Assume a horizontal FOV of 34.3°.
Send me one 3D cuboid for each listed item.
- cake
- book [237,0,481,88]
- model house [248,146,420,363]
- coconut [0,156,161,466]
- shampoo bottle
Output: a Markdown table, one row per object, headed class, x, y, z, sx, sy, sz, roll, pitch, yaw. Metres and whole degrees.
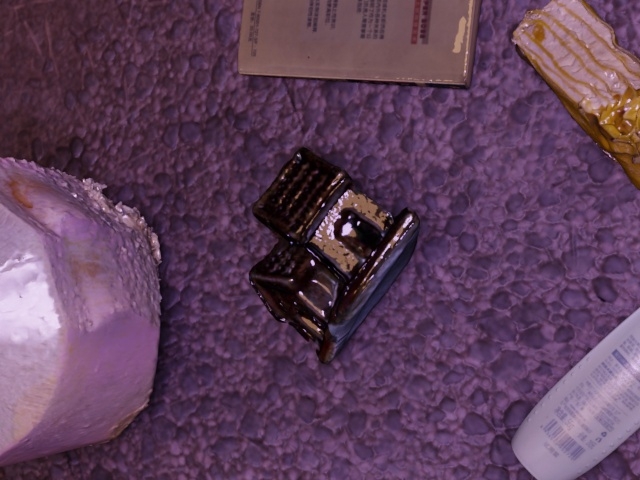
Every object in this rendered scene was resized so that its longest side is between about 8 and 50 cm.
| class | x | y | z | sx | sy | sz | roll | pitch | yaw |
| --- | --- | --- | --- | --- | --- | --- | --- | --- | --- |
| cake | 0.244 | -0.124 | 0.871 | 0.080 | 0.116 | 0.185 | -44 | 41 | 10 |
| book | 0.036 | -0.228 | 0.965 | 0.230 | 0.026 | 0.161 | 7 | 91 | 23 |
| model house | -0.004 | 0.006 | 0.927 | 0.152 | 0.106 | 0.165 | 40 | 98 | 17 |
| coconut | -0.305 | 0.062 | 0.938 | 0.297 | 0.309 | 0.298 | -1 | 87 | 22 |
| shampoo bottle | 0.248 | 0.117 | 0.850 | 0.212 | 0.049 | 0.072 | -46 | 70 | 15 |
